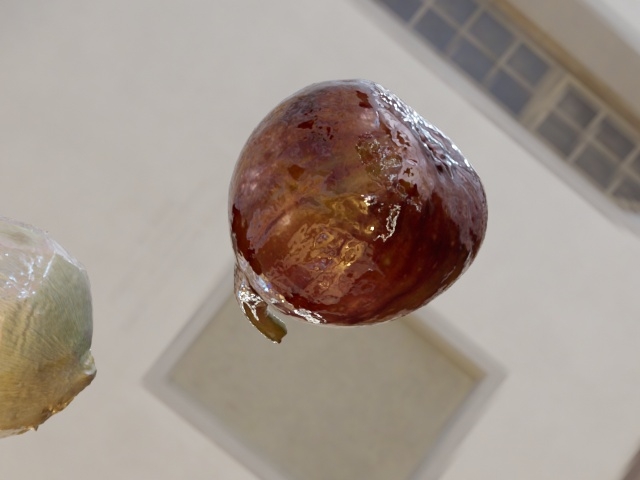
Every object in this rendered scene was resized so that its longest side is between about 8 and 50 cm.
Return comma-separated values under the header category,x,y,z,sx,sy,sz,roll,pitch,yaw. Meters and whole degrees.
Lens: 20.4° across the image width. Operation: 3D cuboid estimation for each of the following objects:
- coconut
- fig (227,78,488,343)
category,x,y,z,sx,sy,sz,roll,pitch,yaw
coconut,-0.259,0.066,1.357,0.194,0.194,0.194,-50,-174,8
fig,-0.001,-0.004,1.186,0.207,0.175,0.175,-33,-168,21
